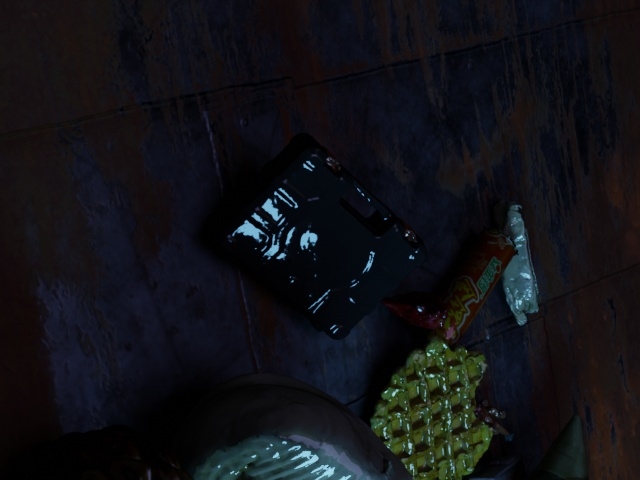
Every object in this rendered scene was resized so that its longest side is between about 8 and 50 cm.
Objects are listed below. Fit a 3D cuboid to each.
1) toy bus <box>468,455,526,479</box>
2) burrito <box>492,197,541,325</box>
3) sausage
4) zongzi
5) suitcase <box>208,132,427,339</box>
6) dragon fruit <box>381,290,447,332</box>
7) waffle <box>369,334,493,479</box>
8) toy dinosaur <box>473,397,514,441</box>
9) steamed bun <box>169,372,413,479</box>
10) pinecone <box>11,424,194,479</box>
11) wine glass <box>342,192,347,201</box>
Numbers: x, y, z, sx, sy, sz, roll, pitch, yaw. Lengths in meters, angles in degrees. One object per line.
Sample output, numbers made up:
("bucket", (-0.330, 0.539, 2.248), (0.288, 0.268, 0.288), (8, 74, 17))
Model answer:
("toy bus", (0.303, 0.415, 1.869), (0.172, 0.057, 0.072), (-9, 92, -62))
("burrito", (0.348, 0.038, 1.942), (0.058, 0.063, 0.229), (-27, 108, -69))
("sausage", (0.241, 0.095, 1.836), (0.083, 0.083, 0.264), (53, 58, -28))
("zongzi", (0.400, 0.497, 1.897), (0.289, 0.154, 0.317), (91, 21, -51))
("suitcase", (0.000, 0.000, 1.563), (0.206, 0.066, 0.285), (-44, 124, 8))
("dragon fruit", (0.164, 0.121, 1.732), (0.097, 0.131, 0.063), (-7, 99, -35))
("waffle", (0.183, 0.295, 1.764), (0.291, 0.051, 0.291), (-9, 105, -34))
("toy dinosaur", (0.282, 0.306, 1.881), (0.154, 0.055, 0.049), (38, 62, -26))
("steamed bun", (-0.047, 0.311, 1.451), (0.324, 0.309, 0.219), (30, 29, -18))
("pinecone", (-0.252, 0.355, 1.238), (0.242, 0.296, 0.298), (40, 97, -16))
("wine glass", (0.024, -0.043, 1.636), (0.195, 0.079, 0.079), (42, 63, -34))
